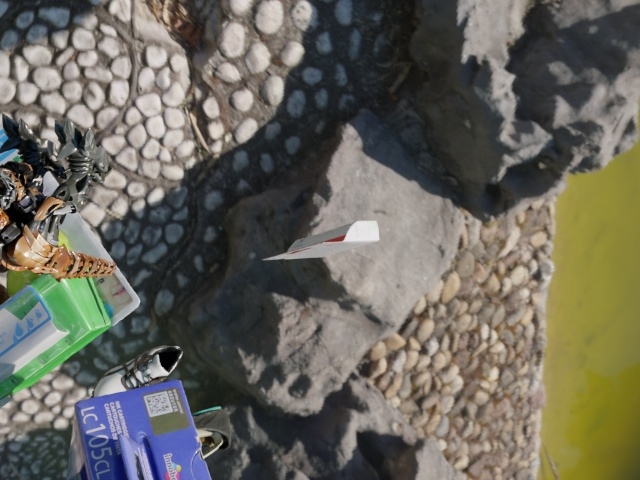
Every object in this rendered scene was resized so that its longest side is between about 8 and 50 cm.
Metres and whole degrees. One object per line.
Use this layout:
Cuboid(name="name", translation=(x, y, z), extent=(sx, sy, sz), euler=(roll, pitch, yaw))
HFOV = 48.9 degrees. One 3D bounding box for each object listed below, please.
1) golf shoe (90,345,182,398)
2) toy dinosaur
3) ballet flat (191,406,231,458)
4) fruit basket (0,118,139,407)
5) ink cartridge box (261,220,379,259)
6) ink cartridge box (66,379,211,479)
Cuboid(name="golf shoe", translation=(-0.345, 0.254, 1.333), extent=(0.094, 0.198, 0.077), euler=(-30, 97, 44))
Cuboid(name="toy dinosaur", translation=(-0.382, -0.038, 0.892), extent=(0.164, 0.322, 0.219), euler=(17, 70, 11))
Cuboid(name="ballet flat", translation=(-0.252, 0.358, 1.285), extent=(0.095, 0.096, 0.280), euler=(-33, 156, 24))
Cuboid(name="fruit basket", translation=(-0.500, 0.048, 1.068), extent=(0.327, 0.165, 0.353), euler=(-35, 94, 4))
Cuboid(name="ink cartridge box", translation=(0.000, 0.000, 1.592), extent=(0.224, 0.181, 0.056), euler=(1, 76, -52))
Cuboid(name="ink cartridge box", translation=(-0.237, 0.372, 0.936), extent=(0.151, 0.270, 0.396), euler=(-7, 145, -29))
